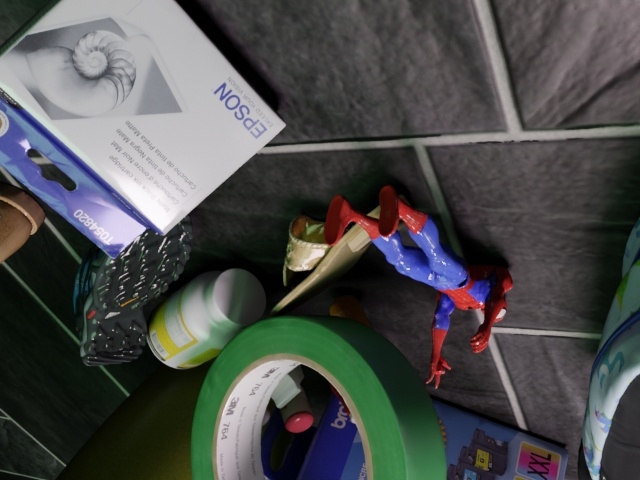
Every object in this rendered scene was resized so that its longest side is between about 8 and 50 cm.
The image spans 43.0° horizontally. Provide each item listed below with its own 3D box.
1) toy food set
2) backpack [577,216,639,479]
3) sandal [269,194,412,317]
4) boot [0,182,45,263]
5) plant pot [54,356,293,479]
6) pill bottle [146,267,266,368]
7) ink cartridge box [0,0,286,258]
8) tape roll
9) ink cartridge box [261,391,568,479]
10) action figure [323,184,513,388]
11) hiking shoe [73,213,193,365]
[{"bbox_3d":[-0.001,0.187,1.023,0.232,0.104,0.111,-43,133,19],"label":"toy food set"},{"bbox_3d":[0.363,0.116,0.696,0.290,0.273,0.355,5,161,26],"label":"backpack"},{"bbox_3d":[0.004,-0.002,0.891,0.240,0.088,0.079,-41,77,44],"label":"sandal"},{"bbox_3d":[-0.534,-0.022,1.119,0.306,0.115,0.112,6,142,26],"label":"boot"},{"bbox_3d":[-0.194,0.355,1.194,0.367,0.352,0.366,18,146,13],"label":"plant pot"},{"bbox_3d":[-0.148,0.100,1.062,0.103,0.103,0.184,37,143,-17],"label":"pill bottle"},{"bbox_3d":[-0.183,-0.111,0.736,0.224,0.045,0.223,-42,122,5],"label":"ink cartridge box"},{"bbox_3d":[-0.014,0.244,0.906,0.321,0.321,0.077,-12,169,39],"label":"tape roll"},{"bbox_3d":[0.104,0.352,1.098,0.396,0.270,0.151,18,142,8],"label":"ink cartridge box"},{"bbox_3d":[0.112,0.062,0.794,0.092,0.139,0.280,-7,158,38],"label":"action figure"},{"bbox_3d":[-0.259,0.030,1.029,0.113,0.132,0.304,-2,139,-39],"label":"hiking shoe"}]
